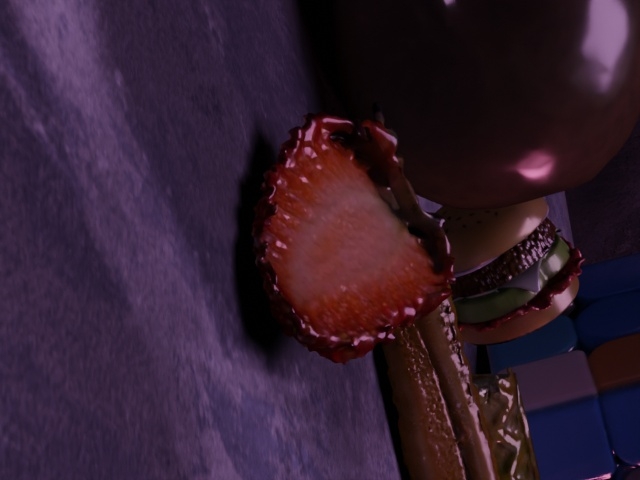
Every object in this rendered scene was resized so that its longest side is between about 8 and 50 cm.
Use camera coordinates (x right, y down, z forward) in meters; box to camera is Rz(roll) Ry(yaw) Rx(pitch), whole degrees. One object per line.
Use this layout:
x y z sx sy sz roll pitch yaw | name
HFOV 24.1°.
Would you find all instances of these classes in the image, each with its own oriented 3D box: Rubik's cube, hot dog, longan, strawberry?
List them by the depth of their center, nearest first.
-0.003 0.002 1.011 0.208 0.087 0.167 -24 82 -51 | strawberry
0.102 0.159 1.290 0.068 0.083 0.289 -143 -141 -81 | hot dog
0.149 -0.176 1.318 0.297 0.297 0.297 -12 90 -77 | longan
0.412 0.236 1.865 0.344 0.346 0.347 -89 161 -65 | Rubik's cube

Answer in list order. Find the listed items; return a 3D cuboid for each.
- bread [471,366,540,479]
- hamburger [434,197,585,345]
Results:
0.179 0.260 1.489 0.087 0.098 0.269 -17 96 -34 | bread
0.177 0.015 1.559 0.137 0.175 0.175 61 18 -18 | hamburger
